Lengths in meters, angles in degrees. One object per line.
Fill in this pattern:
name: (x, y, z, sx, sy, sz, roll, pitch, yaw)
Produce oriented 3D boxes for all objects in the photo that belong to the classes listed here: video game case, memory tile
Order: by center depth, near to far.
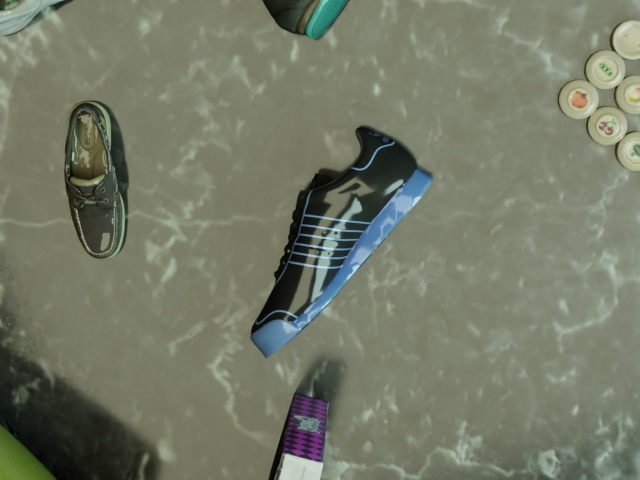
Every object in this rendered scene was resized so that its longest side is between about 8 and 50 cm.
video game case: (-0.038, 0.264, 1.375, 0.042, 0.232, 0.210, 14, 96, 0)
memory tile: (0.306, -0.123, 1.421, 0.148, 0.012, 0.113, 42, 97, -1)

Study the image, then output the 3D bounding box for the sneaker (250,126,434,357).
sneaker: (0.000, 0.000, 1.425, 0.090, 0.081, 0.232, 41, 90, 2)

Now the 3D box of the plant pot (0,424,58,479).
plant pot: (-0.382, 0.243, 1.399, 0.275, 0.275, 0.293, -39, 78, 7)

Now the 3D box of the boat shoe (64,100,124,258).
boat shoe: (-0.219, -0.055, 1.443, 0.056, 0.049, 0.152, -8, 96, 4)

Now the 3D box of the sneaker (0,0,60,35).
sneaker: (-0.257, -0.242, 1.421, 0.152, 0.061, 0.053, -37, 91, 5)

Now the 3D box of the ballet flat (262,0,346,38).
ballet flat: (0.039, -0.313, 1.381, 0.096, 0.095, 0.280, 43, 97, 11)
